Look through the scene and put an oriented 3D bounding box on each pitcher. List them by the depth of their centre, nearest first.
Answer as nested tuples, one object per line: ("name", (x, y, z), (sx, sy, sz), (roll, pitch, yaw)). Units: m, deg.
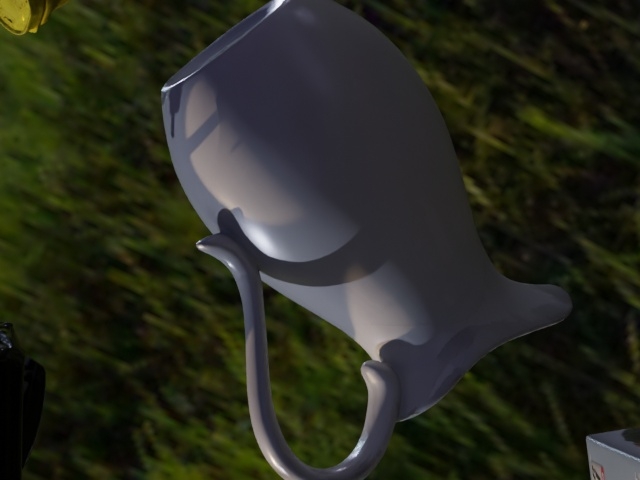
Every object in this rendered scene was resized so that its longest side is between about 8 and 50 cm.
("pitcher", (0.000, 0.000, 0.880), (0.178, 0.207, 0.125), (-42, 13, -27))

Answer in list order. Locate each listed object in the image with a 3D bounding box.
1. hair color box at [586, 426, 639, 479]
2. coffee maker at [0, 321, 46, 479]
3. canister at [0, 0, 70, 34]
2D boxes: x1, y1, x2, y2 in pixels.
("hair color box", (0.294, 0.176, 1.097), (0.374, 0.185, 0.114), (167, 96, -85))
("coffee maker", (-0.216, 0.138, 0.978), (0.171, 0.120, 0.178), (-85, -4, -80))
("canister", (-0.198, -0.251, 1.410), (0.170, 0.126, 0.073), (-36, -10, -30))
